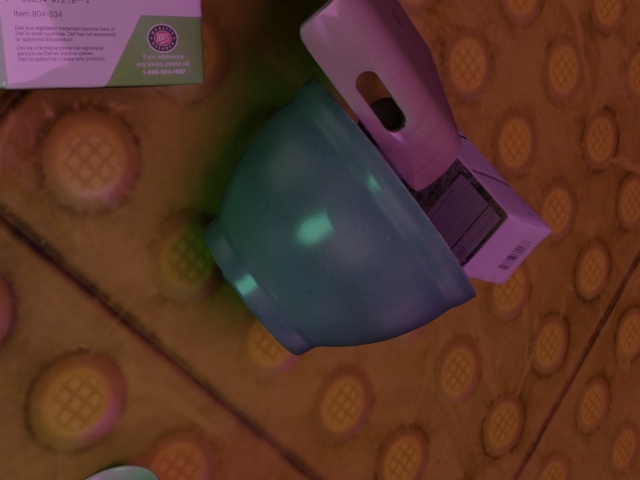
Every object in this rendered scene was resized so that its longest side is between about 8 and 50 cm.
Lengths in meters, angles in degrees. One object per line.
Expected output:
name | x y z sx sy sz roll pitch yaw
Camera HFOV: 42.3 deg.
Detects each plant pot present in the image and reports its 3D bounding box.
plant pot | 0.000 0.000 0.896 0.196 0.293 0.293 -36 122 2

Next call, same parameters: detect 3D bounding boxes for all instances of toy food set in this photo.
toy food set | 0.043 -0.217 0.895 0.092 0.306 0.219 -30 125 18

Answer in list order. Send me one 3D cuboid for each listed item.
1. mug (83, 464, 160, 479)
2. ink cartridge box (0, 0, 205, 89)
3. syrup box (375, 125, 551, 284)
mug | -0.211 0.349 0.865 0.150 0.113 0.169 -40 125 -43
ink cartridge box | -0.221 -0.275 0.748 0.199 0.115 0.272 -10 103 -38
syrup box | 0.158 -0.064 1.006 0.096 0.236 0.093 13 123 -43
